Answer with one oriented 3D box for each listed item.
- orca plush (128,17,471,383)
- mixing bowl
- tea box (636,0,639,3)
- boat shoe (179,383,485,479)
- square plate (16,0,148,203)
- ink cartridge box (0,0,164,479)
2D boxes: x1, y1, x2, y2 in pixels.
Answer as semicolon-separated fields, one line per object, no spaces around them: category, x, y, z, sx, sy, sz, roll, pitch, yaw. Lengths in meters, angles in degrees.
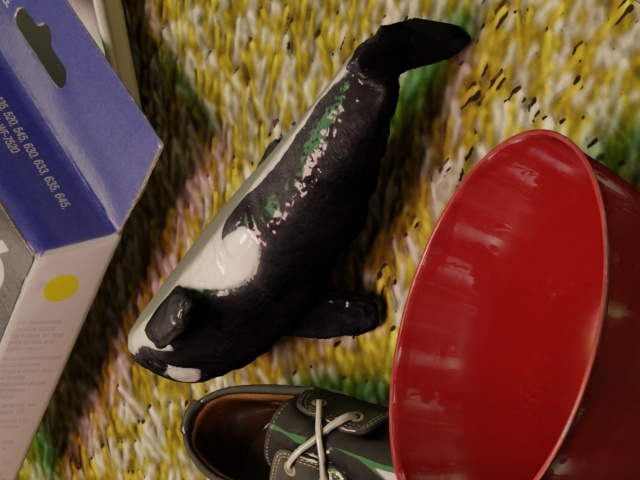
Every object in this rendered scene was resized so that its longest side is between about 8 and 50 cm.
orca plush;0.000;0.000;1.056;0.287;0.102;0.151;-51;7;27
mixing bowl;0.114;0.050;0.852;0.181;0.098;0.181;-47;35;50
tea box;0.075;-0.262;0.700;0.220;0.323;0.329;-51;50;14
boat shoe;0.007;0.117;0.994;0.233;0.079;0.084;5;62;57
square plate;-0.228;-0.143;1.343;0.344;0.049;0.347;-26;71;50
ink cartridge box;-0.243;-0.035;1.272;0.304;0.072;0.307;53;132;37
